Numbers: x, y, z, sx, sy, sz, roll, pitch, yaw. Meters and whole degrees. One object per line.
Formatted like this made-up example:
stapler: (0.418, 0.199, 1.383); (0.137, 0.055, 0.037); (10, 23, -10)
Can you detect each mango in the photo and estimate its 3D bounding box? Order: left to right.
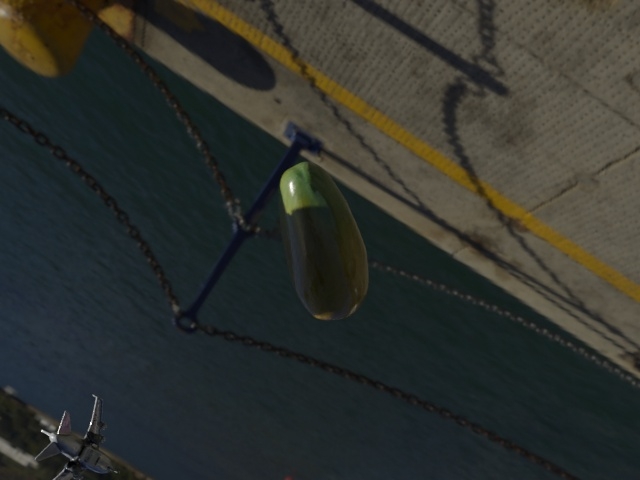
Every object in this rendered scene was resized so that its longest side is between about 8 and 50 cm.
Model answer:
mango: (0.000, 0.000, 0.917); (0.130, 0.092, 0.194); (-127, 19, -60)

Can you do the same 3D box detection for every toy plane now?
toy plane: (-0.358, 0.320, 1.184); (0.066, 0.162, 0.171); (14, 154, 34)
